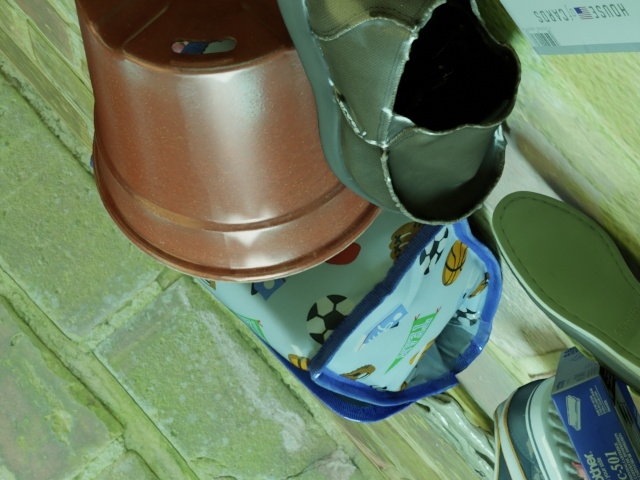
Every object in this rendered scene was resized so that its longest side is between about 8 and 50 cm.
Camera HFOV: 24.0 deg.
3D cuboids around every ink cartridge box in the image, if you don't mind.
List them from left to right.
[{"bbox_3d":[0.238,0.146,1.274,0.097,0.046,0.207,66,-168,0],"label":"ink cartridge box"}]

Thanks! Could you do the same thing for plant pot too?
[{"bbox_3d":[-0.072,-0.145,1.183,0.272,0.272,0.265,44,164,22],"label":"plant pot"}]

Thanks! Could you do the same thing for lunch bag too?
[{"bbox_3d":[0.000,0.000,1.500,0.328,0.239,0.385,44,-176,20],"label":"lunch bag"}]

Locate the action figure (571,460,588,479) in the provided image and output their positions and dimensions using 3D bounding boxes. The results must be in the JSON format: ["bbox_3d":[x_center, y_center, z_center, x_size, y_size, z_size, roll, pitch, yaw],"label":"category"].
[{"bbox_3d":[0.380,0.313,1.381,0.275,0.248,0.370,-1,-132,-45],"label":"action figure"}]

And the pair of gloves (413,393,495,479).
[{"bbox_3d":[0.209,0.270,2.089,0.204,0.042,0.240,47,171,-9],"label":"pair of gloves"}]

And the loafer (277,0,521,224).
[{"bbox_3d":[0.072,-0.098,1.066,0.130,0.134,0.366,37,172,29],"label":"loafer"}]

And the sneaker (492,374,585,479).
[{"bbox_3d":[0.263,0.295,1.522,0.127,0.126,0.321,-25,78,61],"label":"sneaker"}]

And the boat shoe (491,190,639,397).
[{"bbox_3d":[0.221,0.054,1.186,0.228,0.081,0.069,43,164,13],"label":"boat shoe"}]

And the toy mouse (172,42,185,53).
[{"bbox_3d":[-0.156,-0.201,1.897,0.161,0.031,0.143,48,169,2],"label":"toy mouse"}]

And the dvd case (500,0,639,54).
[{"bbox_3d":[0.110,-0.207,0.858,0.239,0.029,0.179,51,169,-18],"label":"dvd case"}]
